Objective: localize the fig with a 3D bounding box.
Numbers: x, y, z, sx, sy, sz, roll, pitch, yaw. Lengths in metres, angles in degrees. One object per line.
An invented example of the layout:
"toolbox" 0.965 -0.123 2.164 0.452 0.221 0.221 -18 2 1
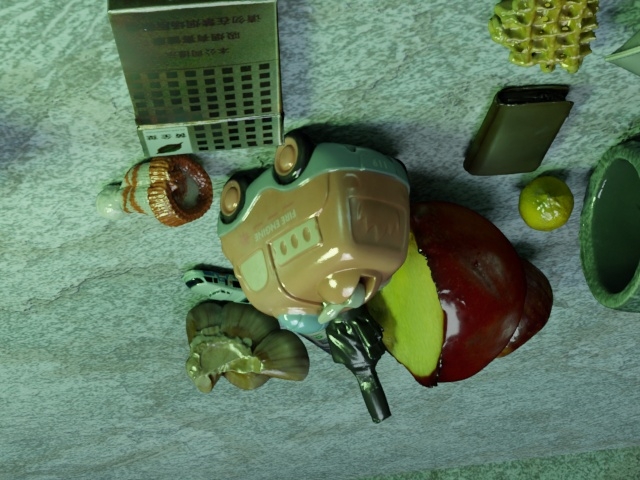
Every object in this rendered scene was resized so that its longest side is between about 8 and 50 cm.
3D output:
"fig" 0.284 0.081 2.098 0.175 0.207 0.175 -36 -176 3

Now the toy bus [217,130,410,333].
"toy bus" 0.000 0.000 1.706 0.194 0.232 0.287 9 150 -39

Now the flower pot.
"flower pot" 0.542 0.009 1.779 0.282 0.299 0.299 3 155 -13

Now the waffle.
"waffle" 0.277 -0.252 1.422 0.160 0.046 0.192 9 152 -28

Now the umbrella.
"umbrella" 0.042 0.130 1.936 0.118 0.340 0.118 -17 -162 6

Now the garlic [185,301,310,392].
"garlic" -0.131 0.177 2.165 0.214 0.160 0.191 -10 172 0

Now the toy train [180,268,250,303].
"toy train" -0.136 0.078 2.072 0.207 0.047 0.043 11 150 -38

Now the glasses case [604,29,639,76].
"glasses case" 0.467 -0.217 1.512 0.128 0.083 0.308 -19 154 40

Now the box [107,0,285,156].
"box" -0.134 -0.194 1.446 0.180 0.047 0.325 -5 156 -2

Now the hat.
"hat" -0.236 -0.064 1.697 0.162 0.094 0.112 -1 154 36

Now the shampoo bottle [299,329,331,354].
"shampoo bottle" 0.035 0.162 2.260 0.092 0.092 0.303 -15 156 19

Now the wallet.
"wallet" 0.263 -0.145 1.684 0.110 0.031 0.198 -4 156 -8

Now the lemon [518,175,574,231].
"lemon" 0.332 -0.055 1.848 0.082 0.082 0.111 -8 163 3

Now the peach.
"peach" 0.195 0.054 1.905 0.201 0.258 0.362 -24 141 -19
